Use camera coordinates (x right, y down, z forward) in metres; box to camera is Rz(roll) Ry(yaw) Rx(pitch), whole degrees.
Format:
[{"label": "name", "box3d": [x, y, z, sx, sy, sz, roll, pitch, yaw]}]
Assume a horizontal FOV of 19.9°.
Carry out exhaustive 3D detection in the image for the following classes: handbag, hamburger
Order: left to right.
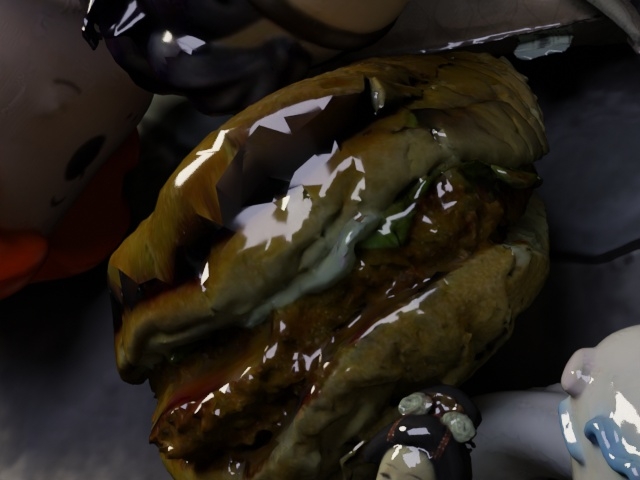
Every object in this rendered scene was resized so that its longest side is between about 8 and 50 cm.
[{"label": "hamburger", "box3d": [0.000, 0.000, 0.686, 0.183, 0.130, 0.206, -40, 13, 15]}, {"label": "handbag", "box3d": [0.076, -0.183, 0.862, 0.183, 0.117, 0.270, -7, 56, 16]}]

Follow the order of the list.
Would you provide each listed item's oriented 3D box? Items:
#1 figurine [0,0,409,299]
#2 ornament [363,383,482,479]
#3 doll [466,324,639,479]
[{"label": "figurine", "box3d": [-0.102, -0.142, 0.793, 0.412, 0.241, 0.306, -21, 75, 34]}, {"label": "ornament", "box3d": [-0.010, 0.134, 0.574, 0.088, 0.081, 0.203, 19, 84, 42]}, {"label": "doll", "box3d": [0.139, 0.070, 0.547, 0.237, 0.111, 0.252, -61, 39, 25]}]
